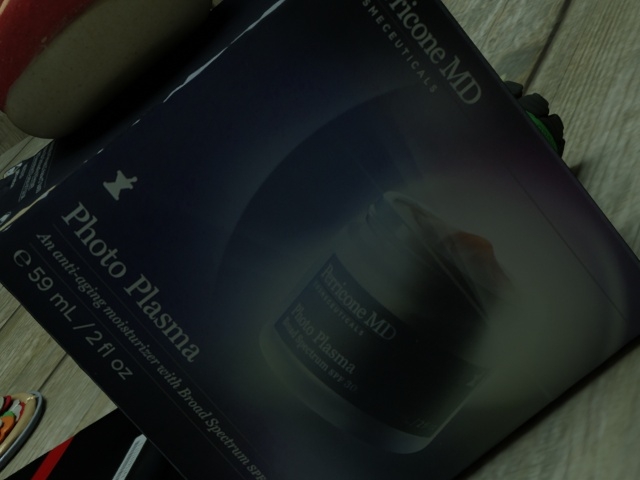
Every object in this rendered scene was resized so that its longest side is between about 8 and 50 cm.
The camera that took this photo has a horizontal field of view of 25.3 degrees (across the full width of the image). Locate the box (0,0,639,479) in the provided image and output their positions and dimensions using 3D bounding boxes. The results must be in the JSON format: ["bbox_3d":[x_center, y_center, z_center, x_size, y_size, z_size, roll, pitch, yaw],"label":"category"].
[{"bbox_3d":[0.000,0.000,0.882,0.294,0.296,0.183,-39,16,5],"label":"box"}]

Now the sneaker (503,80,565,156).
[{"bbox_3d":[0.026,-0.005,1.121,0.344,0.134,0.146,-29,21,31],"label":"sneaker"}]

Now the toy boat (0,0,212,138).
[{"bbox_3d":[-0.162,-0.159,0.860,0.151,0.151,0.231,-41,17,-3],"label":"toy boat"}]

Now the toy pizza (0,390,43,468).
[{"bbox_3d":[-0.391,0.234,1.581,0.201,0.032,0.201,-36,17,13],"label":"toy pizza"}]

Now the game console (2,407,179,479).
[{"bbox_3d":[-0.243,0.259,1.112,0.342,0.060,0.386,-32,11,15],"label":"game console"}]
